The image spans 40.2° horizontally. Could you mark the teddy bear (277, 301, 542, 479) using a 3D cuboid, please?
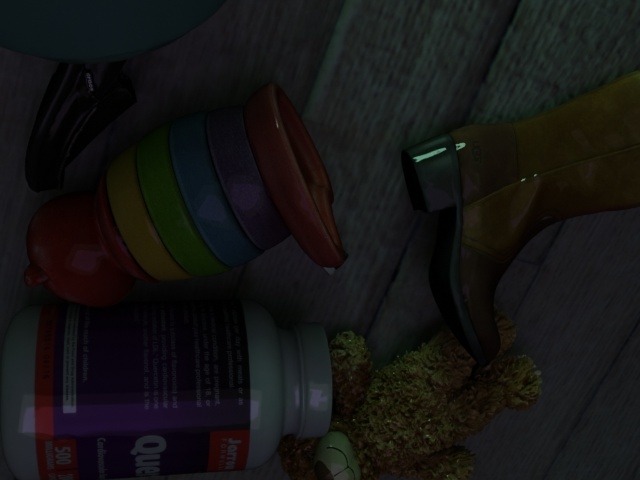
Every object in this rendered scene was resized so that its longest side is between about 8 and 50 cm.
[{"bbox_3d":[0.104,0.206,1.044,0.338,0.113,0.245,-15,119,-3],"label":"teddy bear"}]

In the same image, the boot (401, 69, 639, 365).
[{"bbox_3d":[0.249,-0.020,0.949,0.280,0.096,0.264,-17,97,-6],"label":"boot"}]

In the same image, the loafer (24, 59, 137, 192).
[{"bbox_3d":[-0.208,-0.133,0.802,0.078,0.080,0.220,21,113,-21],"label":"loafer"}]

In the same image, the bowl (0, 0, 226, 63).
[{"bbox_3d":[-0.173,-0.247,0.646,0.311,0.311,0.163,-9,139,-7],"label":"bowl"}]

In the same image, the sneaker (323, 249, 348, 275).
[{"bbox_3d":[0.000,0.000,0.955,0.035,0.031,0.083,-39,124,-5],"label":"sneaker"}]

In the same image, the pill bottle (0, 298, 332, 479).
[{"bbox_3d":[-0.157,0.153,0.916,0.323,0.181,0.181,-1,119,-11],"label":"pill bottle"}]

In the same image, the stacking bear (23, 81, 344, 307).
[{"bbox_3d":[-0.144,-0.025,0.840,0.289,0.175,0.164,-21,123,9],"label":"stacking bear"}]
